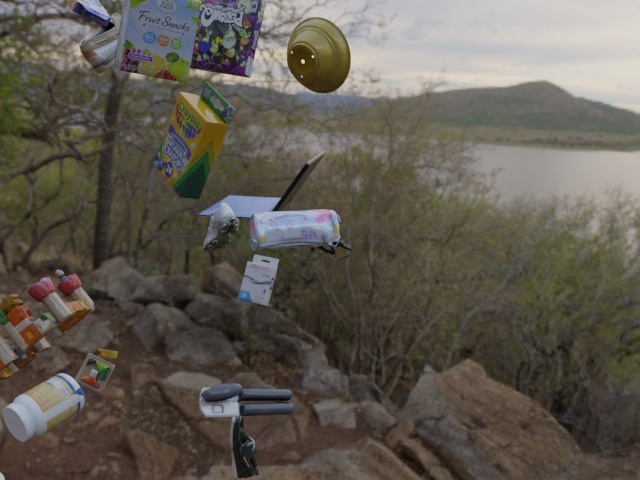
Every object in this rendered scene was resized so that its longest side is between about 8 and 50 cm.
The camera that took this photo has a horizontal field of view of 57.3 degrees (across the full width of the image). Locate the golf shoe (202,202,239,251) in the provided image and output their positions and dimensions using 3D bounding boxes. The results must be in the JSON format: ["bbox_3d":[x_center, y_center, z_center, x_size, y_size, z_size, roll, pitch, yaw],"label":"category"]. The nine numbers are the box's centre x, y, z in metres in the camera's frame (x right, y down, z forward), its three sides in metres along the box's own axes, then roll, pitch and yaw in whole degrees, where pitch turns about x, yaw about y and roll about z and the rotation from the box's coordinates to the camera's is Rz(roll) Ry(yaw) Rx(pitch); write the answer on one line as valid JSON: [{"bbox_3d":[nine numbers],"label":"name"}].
[{"bbox_3d":[-0.281,-0.035,1.624,0.069,0.085,0.176,-2,-30,-40],"label":"golf shoe"}]

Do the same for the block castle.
[{"bbox_3d":[-1.071,0.304,2.090,0.453,0.212,0.303,-39,-1,0],"label":"block castle"}]

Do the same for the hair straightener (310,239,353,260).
[{"bbox_3d":[0.000,0.000,1.917,0.231,0.089,0.047,25,35,9],"label":"hair straightener"}]

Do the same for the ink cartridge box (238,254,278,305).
[{"bbox_3d":[-0.226,0.141,2.143,0.104,0.180,0.060,11,-9,12],"label":"ink cartridge box"}]

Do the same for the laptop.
[{"bbox_3d":[-0.215,-0.228,2.281,0.236,0.407,0.382,36,18,-2],"label":"laptop"}]

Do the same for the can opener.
[{"bbox_3d":[-0.182,0.420,1.538,0.284,0.075,0.095,11,-33,-35],"label":"can opener"}]

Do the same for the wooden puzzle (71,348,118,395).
[{"bbox_3d":[-0.503,0.294,1.303,0.079,0.116,0.014,17,-11,8],"label":"wooden puzzle"}]

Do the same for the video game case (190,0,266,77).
[{"bbox_3d":[-0.278,-0.561,1.578,0.232,0.210,0.042,14,3,14],"label":"video game case"}]

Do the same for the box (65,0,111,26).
[{"bbox_3d":[-0.505,-0.507,1.249,0.081,0.028,0.136,12,36,-54],"label":"box"}]

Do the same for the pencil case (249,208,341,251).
[{"bbox_3d":[-0.078,-0.027,1.762,0.274,0.124,0.113,-2,-29,-17],"label":"pencil case"}]

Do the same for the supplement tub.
[{"bbox_3d":[-0.871,0.526,1.848,0.145,0.144,0.200,9,23,31],"label":"supplement tub"}]

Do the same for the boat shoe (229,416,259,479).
[{"bbox_3d":[-0.222,0.593,1.702,0.079,0.232,0.084,-2,24,2],"label":"boat shoe"}]

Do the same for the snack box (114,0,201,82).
[{"bbox_3d":[-0.404,-0.513,1.453,0.175,0.206,0.070,0,21,-36],"label":"snack box"}]

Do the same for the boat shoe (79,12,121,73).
[{"bbox_3d":[-0.640,-0.668,1.861,0.113,0.302,0.103,1,-39,40],"label":"boat shoe"}]

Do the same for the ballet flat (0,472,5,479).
[{"bbox_3d":[-0.771,0.613,1.395,0.206,0.067,0.073,44,4,22],"label":"ballet flat"}]

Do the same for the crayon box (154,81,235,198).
[{"bbox_3d":[-0.404,-0.321,1.849,0.083,0.322,0.203,1,36,-45],"label":"crayon box"}]

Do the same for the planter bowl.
[{"bbox_3d":[-0.029,-0.518,1.670,0.217,0.217,0.090,10,29,32],"label":"planter bowl"}]
